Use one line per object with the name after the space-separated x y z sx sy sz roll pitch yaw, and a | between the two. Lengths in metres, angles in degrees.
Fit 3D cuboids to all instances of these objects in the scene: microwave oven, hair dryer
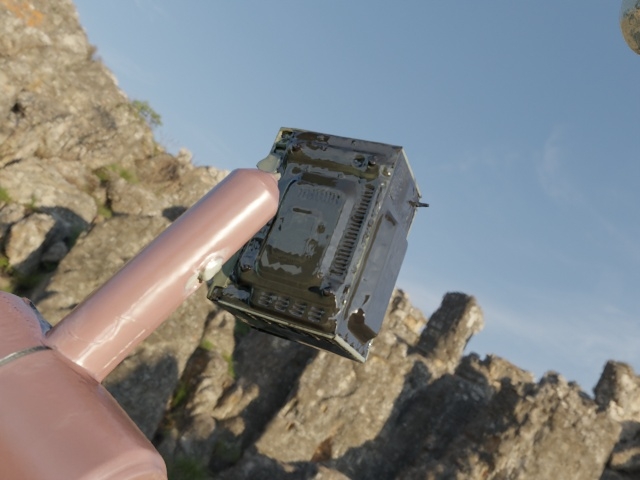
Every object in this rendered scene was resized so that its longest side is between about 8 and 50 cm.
0.000 0.000 1.085 0.286 0.355 0.218 14 -18 26 | microwave oven
-0.143 0.066 0.481 0.210 0.352 0.125 37 -18 26 | hair dryer

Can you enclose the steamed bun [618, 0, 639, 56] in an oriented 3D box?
0.557 -0.319 0.850 0.146 0.164 0.241 12 2 -25 | steamed bun
